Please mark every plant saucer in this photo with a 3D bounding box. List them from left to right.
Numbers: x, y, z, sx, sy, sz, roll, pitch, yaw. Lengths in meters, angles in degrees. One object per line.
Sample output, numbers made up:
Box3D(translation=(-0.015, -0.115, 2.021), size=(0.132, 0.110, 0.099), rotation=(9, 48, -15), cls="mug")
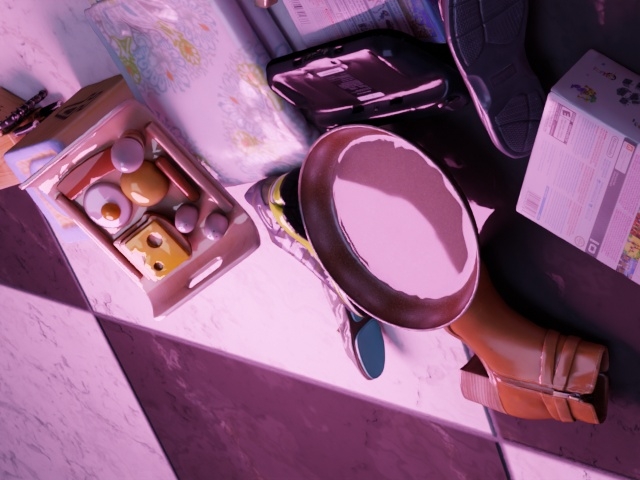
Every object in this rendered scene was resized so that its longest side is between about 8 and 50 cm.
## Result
Box3D(translation=(0.101, -0.023, 2.090), size=(0.310, 0.050, 0.311), rotation=(23, 130, 32), cls="plant saucer")

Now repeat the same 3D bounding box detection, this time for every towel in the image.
Box3D(translation=(-0.164, -0.243, 2.230), size=(0.320, 0.090, 0.374), rotation=(-5, 124, 52), cls="towel")

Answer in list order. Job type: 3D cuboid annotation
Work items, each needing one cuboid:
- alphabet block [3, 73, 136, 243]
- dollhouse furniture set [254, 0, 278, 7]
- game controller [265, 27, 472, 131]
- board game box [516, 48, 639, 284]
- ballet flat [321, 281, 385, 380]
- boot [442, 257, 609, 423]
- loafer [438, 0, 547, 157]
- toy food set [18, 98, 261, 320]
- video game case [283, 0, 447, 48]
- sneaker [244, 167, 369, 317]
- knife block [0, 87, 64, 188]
Box3D(translation=(-0.355, -0.133, 2.469), size=(0.193, 0.197, 0.192), rotation=(-6, 122, 51), cls="alphabet block")
Box3D(translation=(-0.103, -0.362, 2.043), size=(0.081, 0.091, 0.114), rotation=(48, 155, 24), cls="dollhouse furniture set")
Box3D(translation=(0.060, -0.208, 1.994), size=(0.166, 0.067, 0.319), rotation=(37, 157, -26), cls="game controller")
Box3D(translation=(0.399, -0.055, 1.808), size=(0.303, 0.097, 0.224), rotation=(34, 148, 18), cls="board game box")
Box3D(translation=(0.051, 0.125, 2.434), size=(0.068, 0.072, 0.213), rotation=(13, 130, 41), cls="ballet flat")
Box3D(translation=(0.291, 0.141, 2.154), size=(0.220, 0.109, 0.283), rotation=(9, 124, 32), cls="boot")
Box3D(translation=(0.193, -0.237, 1.823), size=(0.095, 0.109, 0.303), rotation=(47, 162, 54), cls="loafer")
Box3D(translation=(-0.270, -0.041, 2.305), size=(0.219, 0.092, 0.306), rotation=(-37, 108, 19), cls="toy food set")
Box3D(translation=(0.028, -0.365, 1.896), size=(0.244, 0.061, 0.269), rotation=(4, 132, 47), cls="video game case")
Box3D(translation=(0.000, 0.000, 2.290), size=(0.121, 0.111, 0.300), rotation=(10, 145, 49), cls="sneaker")
Box3D(translation=(-0.507, -0.154, 2.716), size=(0.242, 0.088, 0.276), rotation=(31, 145, 21), cls="knife block")
